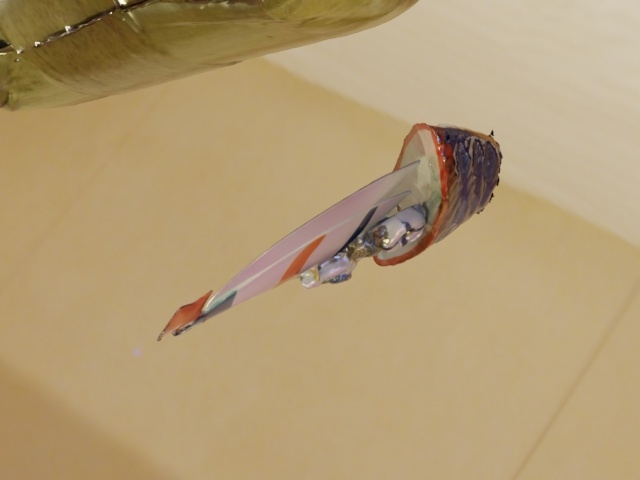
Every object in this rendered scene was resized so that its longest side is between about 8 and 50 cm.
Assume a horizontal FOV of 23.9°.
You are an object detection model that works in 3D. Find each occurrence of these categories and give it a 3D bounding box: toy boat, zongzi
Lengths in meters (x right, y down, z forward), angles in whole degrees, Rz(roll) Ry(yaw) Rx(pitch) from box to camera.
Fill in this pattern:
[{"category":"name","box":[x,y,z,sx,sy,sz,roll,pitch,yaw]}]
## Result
[{"category":"toy boat","box":[0.021,-0.018,1.200,0.072,0.318,0.219,58,134,18]},{"category":"zongzi","box":[-0.109,-0.352,1.071,0.499,0.218,0.467,-8,106,37]}]
